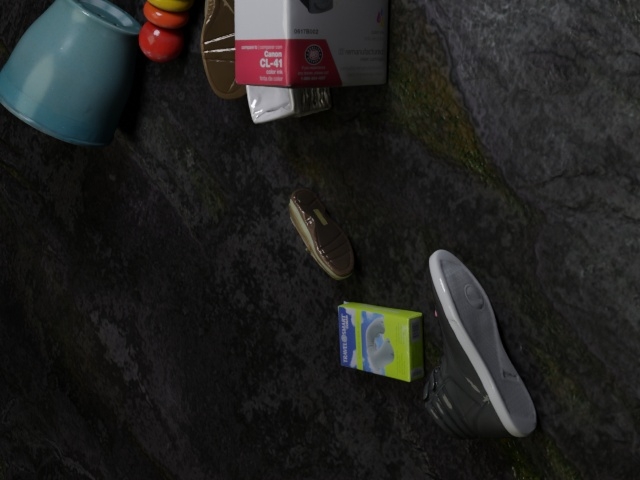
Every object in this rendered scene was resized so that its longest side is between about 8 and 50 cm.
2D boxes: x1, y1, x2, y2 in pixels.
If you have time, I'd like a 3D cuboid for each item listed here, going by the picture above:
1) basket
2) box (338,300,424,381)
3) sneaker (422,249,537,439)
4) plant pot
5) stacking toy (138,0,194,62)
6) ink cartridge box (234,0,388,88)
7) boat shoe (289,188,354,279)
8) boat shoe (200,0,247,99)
[{"bbox_3d":[-0.056,-0.289,1.564,0.113,0.103,0.167,-6,94,47],"label":"basket"},{"bbox_3d":[0.093,0.164,1.539,0.178,0.042,0.109,6,101,46],"label":"box"},{"bbox_3d":[0.196,0.169,1.379,0.147,0.104,0.296,-30,80,41],"label":"sneaker"},{"bbox_3d":[-0.506,-0.376,1.936,0.271,0.271,0.255,45,112,32],"label":"plant pot"},{"bbox_3d":[-0.280,-0.493,1.763,0.141,0.141,0.330,45,135,32],"label":"stacking toy"},{"bbox_3d":[-0.011,-0.389,1.405,0.131,0.226,0.306,15,109,44],"label":"ink cartridge box"},{"bbox_3d":[0.000,0.000,1.599,0.190,0.068,0.072,63,148,31],"label":"boat shoe"},{"bbox_3d":[-0.160,-0.405,1.666,0.109,0.098,0.302,-5,95,4],"label":"boat shoe"}]
